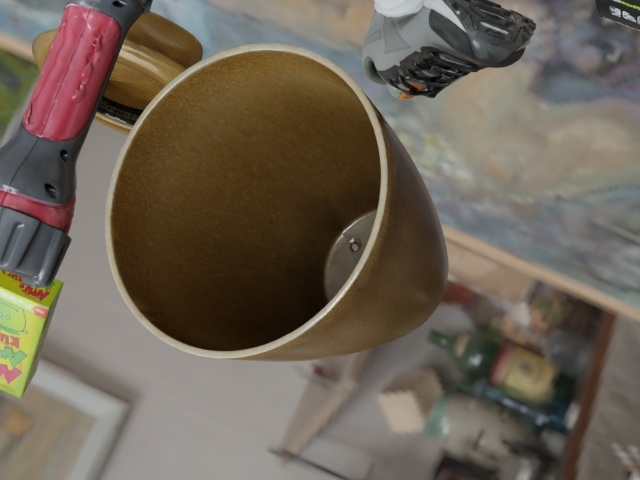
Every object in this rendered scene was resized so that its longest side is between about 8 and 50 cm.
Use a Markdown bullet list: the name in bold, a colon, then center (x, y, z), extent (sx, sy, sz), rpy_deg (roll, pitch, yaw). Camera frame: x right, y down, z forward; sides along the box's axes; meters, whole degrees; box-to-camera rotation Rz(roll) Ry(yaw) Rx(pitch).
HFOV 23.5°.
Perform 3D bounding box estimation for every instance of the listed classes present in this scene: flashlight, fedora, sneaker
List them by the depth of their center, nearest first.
- **flashlight**: center (-0.210, -0.118, 1.239), extent (0.103, 0.103, 0.304), rpy_deg (13, 79, 45)
- **sneaker**: center (0.107, -0.170, 1.365), extent (0.271, 0.100, 0.108), rpy_deg (-144, 73, -72)
- **fedora**: center (-0.175, -0.167, 1.464), extent (0.194, 0.194, 0.079), rpy_deg (119, 174, -66)

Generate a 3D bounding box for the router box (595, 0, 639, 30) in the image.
- **router box**: center (0.281, -0.198, 1.160), extent (0.122, 0.092, 0.038), rpy_deg (-32, -52, -21)

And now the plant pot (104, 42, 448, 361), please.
- **plant pot**: center (0.000, 0.000, 1.220), extent (0.254, 0.237, 0.237), rpy_deg (28, -94, -57)

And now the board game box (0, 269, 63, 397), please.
- **board game box**: center (-0.353, 0.096, 1.723), extent (0.181, 0.092, 0.043), rpy_deg (117, 176, -47)
